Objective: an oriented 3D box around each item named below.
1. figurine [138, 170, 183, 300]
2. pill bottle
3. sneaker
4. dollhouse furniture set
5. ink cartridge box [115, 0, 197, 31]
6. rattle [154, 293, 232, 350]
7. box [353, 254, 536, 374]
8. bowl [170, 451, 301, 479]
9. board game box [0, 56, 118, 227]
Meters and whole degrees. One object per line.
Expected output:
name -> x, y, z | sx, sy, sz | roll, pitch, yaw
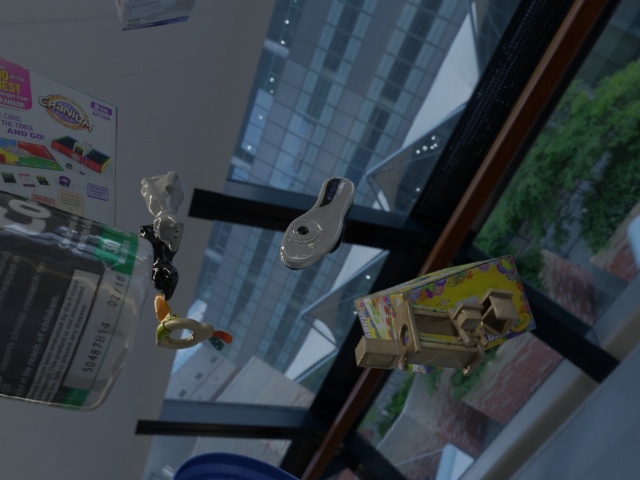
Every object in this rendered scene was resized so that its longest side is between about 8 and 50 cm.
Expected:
figurine -> -0.335, -0.012, 1.129 | 0.209, 0.092, 0.215 | -119, 36, -47
pill bottle -> -0.375, 0.038, 0.522 | 0.204, 0.361, 0.204 | -43, 36, 43
sneaker -> 0.000, 0.000, 0.880 | 0.217, 0.079, 0.121 | -56, -18, -40
dollhouse furniture set -> 0.158, 0.106, 0.759 | 0.101, 0.182, 0.161 | -95, 18, -44
ink cartridge box -> -0.391, -0.576, 1.249 | 0.185, 0.065, 0.311 | -20, 12, -18
rattle -> -0.354, 0.228, 1.451 | 0.143, 0.199, 0.130 | -121, 35, -54
box -> 0.277, 0.170, 1.226 | 0.290, 0.177, 0.279 | -17, -3, -19
bowl -> -0.105, 0.537, 0.959 | 0.077, 0.391, 0.391 | -65, -9, 0
board game box -> -0.446, -0.113, 0.824 | 0.064, 0.316, 0.242 | -23, -26, 34
